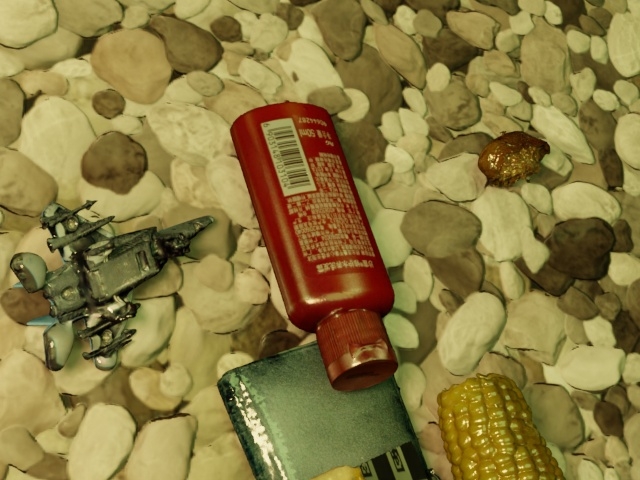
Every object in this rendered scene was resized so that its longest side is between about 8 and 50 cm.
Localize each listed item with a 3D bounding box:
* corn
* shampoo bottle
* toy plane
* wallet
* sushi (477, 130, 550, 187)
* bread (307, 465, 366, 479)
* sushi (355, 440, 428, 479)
[{"bbox_3d":[0.216,0.302,1.229,0.120,0.120,0.363,-12,69,-30],"label":"corn"},{"bbox_3d":[0.000,0.000,1.257,0.118,0.076,0.314,-2,58,-30],"label":"shampoo bottle"},{"bbox_3d":[-0.184,0.024,1.183,0.246,0.078,0.169,-27,108,-37],"label":"toy plane"},{"bbox_3d":[0.044,0.276,1.194,0.191,0.046,0.379,-13,72,-34],"label":"wallet"},{"bbox_3d":[0.230,-0.095,1.455,0.118,0.061,0.060,-34,58,-27],"label":"sushi"},{"bbox_3d":[-0.044,0.353,0.980,0.207,0.279,0.279,-13,72,-33],"label":"bread"},{"bbox_3d":[0.066,0.290,1.104,0.192,0.050,0.215,67,19,11],"label":"sushi"}]
